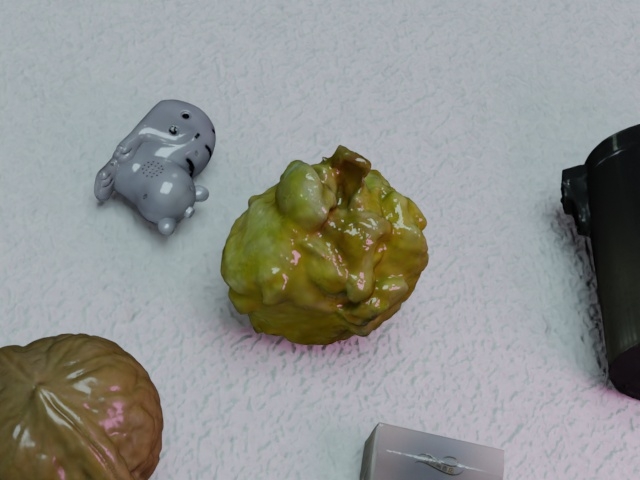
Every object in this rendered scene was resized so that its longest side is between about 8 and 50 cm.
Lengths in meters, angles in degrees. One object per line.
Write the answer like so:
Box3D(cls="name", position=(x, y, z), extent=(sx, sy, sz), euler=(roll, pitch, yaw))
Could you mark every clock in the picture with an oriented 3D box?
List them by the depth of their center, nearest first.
Box3D(cls="clock", position=(-0.179, -0.090, 1.665), extent=(0.117, 0.080, 0.176), euler=(32, 57, 7))

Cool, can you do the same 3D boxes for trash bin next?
Box3D(cls="trash bin", position=(0.432, 0.030, 1.679), extent=(0.252, 0.203, 0.301), euler=(-3, 58, 4))

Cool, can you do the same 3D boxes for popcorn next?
Box3D(cls="popcorn", position=(0.000, 0.000, 1.548), extent=(0.233, 0.266, 0.192), euler=(-4, 47, -7))

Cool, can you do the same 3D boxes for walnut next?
Box3D(cls="walnut", position=(-0.264, 0.195, 1.375), extent=(0.228, 0.228, 0.228), euler=(7, 57, -11))

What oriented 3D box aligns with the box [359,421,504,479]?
Box3D(cls="box", position=(0.113, 0.329, 1.482), extent=(0.155, 0.067, 0.242), euler=(15, 56, -7))
